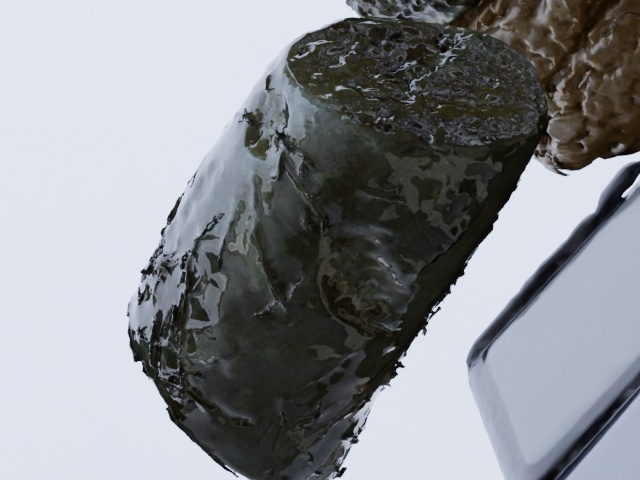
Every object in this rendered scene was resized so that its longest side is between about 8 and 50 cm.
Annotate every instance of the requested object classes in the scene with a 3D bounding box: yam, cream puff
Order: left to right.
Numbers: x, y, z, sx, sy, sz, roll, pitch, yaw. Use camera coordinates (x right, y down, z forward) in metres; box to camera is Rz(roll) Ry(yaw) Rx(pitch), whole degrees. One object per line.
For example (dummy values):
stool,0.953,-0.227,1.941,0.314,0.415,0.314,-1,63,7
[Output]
yam,0.000,0.000,0.683,0.107,0.107,0.183,9,-48,-30
cream puff,0.080,-0.135,0.797,0.169,0.183,0.183,24,-70,-18

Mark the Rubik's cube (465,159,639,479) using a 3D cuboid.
Rubik's cube,0.292,0.096,0.849,0.318,0.313,0.316,35,-75,-18
